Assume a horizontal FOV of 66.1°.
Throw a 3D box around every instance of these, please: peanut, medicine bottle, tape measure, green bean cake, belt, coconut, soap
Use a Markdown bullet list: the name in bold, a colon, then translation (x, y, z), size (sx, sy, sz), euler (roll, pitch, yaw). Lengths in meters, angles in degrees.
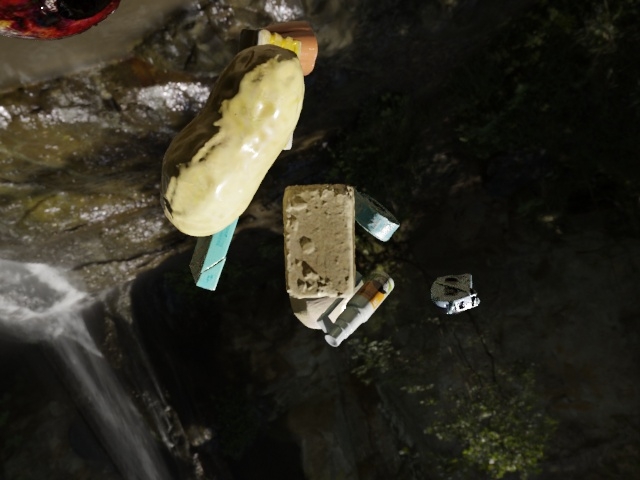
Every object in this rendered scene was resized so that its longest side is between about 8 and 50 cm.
- **peanut**: translation (-0.130, -0.125, 0.683), size (0.319, 0.147, 0.147), euler (-49, 170, 30)
- **medicine bottle**: translation (0.080, 0.143, 1.126), size (0.220, 0.092, 0.061), euler (-43, -167, -36)
- **tape measure**: translation (0.281, 0.114, 1.039), size (0.094, 0.054, 0.091), euler (-12, -141, 10)
- **green bean cake**: translation (0.000, 0.000, 0.784), size (0.109, 0.179, 0.085), euler (0, -174, 7)
- **belt**: translation (0.152, -0.071, 1.460), size (0.082, 0.147, 0.163), euler (-51, -147, 17)
- **coconut**: translation (0.028, 0.156, 1.454), size (0.224, 0.224, 0.234), euler (-23, 170, -29)
- **soap**: translation (-0.111, -0.308, 1.027), size (0.073, 0.232, 0.140), euler (17, -161, 31)

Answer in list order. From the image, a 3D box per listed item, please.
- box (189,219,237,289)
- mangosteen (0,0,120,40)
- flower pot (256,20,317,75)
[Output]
- **box**: translation (-0.194, -0.035, 0.945), size (0.041, 0.229, 0.162), euler (17, -177, -21)
- **mangosteen**: translation (-0.512, -0.535, 0.778), size (0.381, 0.421, 0.381), euler (-51, -168, 15)
- **flower pot**: translation (-0.131, -0.652, 1.674), size (0.173, 0.191, 0.190), euler (-17, -175, -39)
